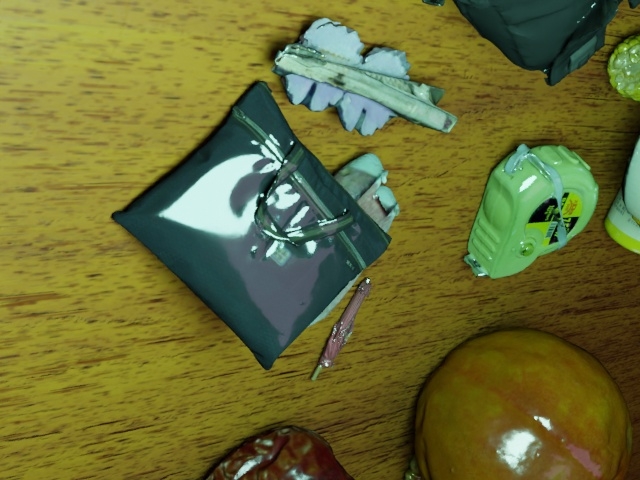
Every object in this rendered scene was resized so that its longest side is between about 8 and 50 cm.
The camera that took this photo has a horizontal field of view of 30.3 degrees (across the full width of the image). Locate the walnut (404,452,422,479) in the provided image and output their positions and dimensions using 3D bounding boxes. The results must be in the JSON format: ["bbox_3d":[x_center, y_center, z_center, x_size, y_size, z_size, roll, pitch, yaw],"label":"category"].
[{"bbox_3d":[0.211,0.395,2.027,0.143,0.069,0.170,-35,141,-19],"label":"walnut"}]

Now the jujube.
[{"bbox_3d":[-0.060,0.369,1.584,0.232,0.213,0.213,-39,145,-7],"label":"jujube"}]

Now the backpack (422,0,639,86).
[{"bbox_3d":[0.243,-0.351,1.190,0.363,0.255,0.445,-45,149,5],"label":"backpack"}]

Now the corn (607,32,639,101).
[{"bbox_3d":[0.553,-0.261,1.745,0.363,0.120,0.120,-7,128,-39],"label":"corn"}]

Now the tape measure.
[{"bbox_3d":[0.301,-0.054,1.666,0.175,0.106,0.200,-11,130,-25],"label":"tape measure"}]

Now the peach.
[{"bbox_3d":[0.324,0.308,1.838,0.342,0.301,0.343,-21,124,-36],"label":"peach"}]

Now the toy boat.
[{"bbox_3d":[0.000,0.000,1.412,0.227,0.085,0.155,-54,156,-14],"label":"toy boat"}]

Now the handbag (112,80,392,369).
[{"bbox_3d":[-0.062,-0.013,1.259,0.211,0.088,0.254,-45,116,-6],"label":"handbag"}]

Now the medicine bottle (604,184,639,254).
[{"bbox_3d":[0.553,-0.088,1.904,0.121,0.122,0.213,-7,127,-46],"label":"medicine bottle"}]

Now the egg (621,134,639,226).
[{"bbox_3d":[0.617,-0.090,1.712,0.337,0.201,0.337,-23,138,-23],"label":"egg"}]

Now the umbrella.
[{"bbox_3d":[0.029,0.122,1.593,0.027,0.025,0.165,17,109,-31],"label":"umbrella"}]

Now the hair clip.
[{"bbox_3d":[0.044,-0.168,1.289,0.292,0.084,0.106,12,118,-48],"label":"hair clip"}]
